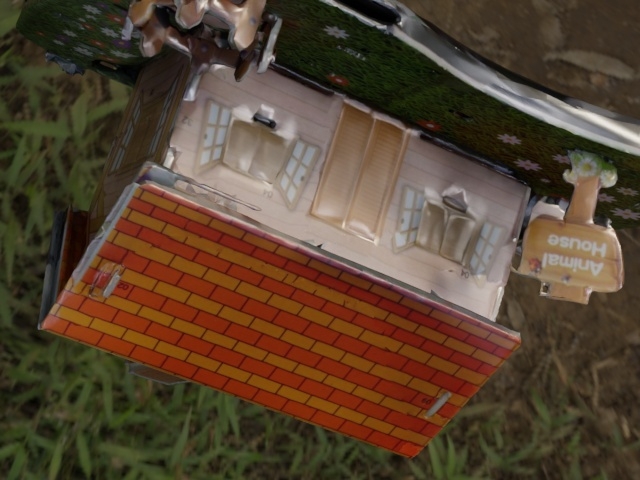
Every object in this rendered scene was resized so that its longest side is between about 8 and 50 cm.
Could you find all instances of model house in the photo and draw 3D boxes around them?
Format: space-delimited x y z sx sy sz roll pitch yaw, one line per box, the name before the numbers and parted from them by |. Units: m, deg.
model house | -0.001 0.000 0.561 0.294 0.207 0.153 22 78 -21
